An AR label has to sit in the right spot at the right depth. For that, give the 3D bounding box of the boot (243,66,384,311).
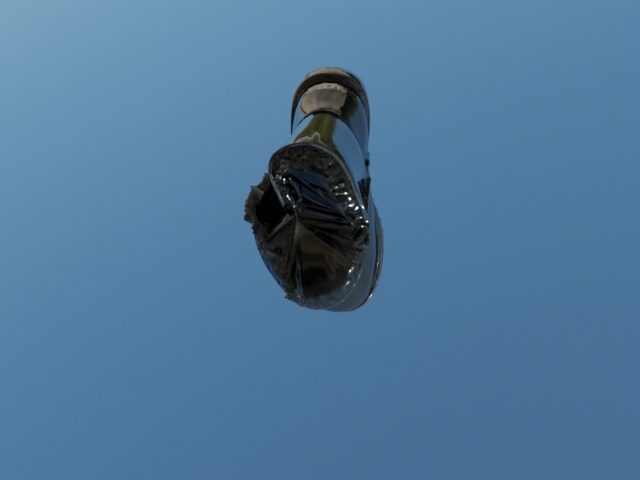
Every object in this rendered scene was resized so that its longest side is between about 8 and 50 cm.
[{"bbox_3d":[0.000,0.000,0.754,0.094,0.247,0.207,3,-150,7],"label":"boot"}]
